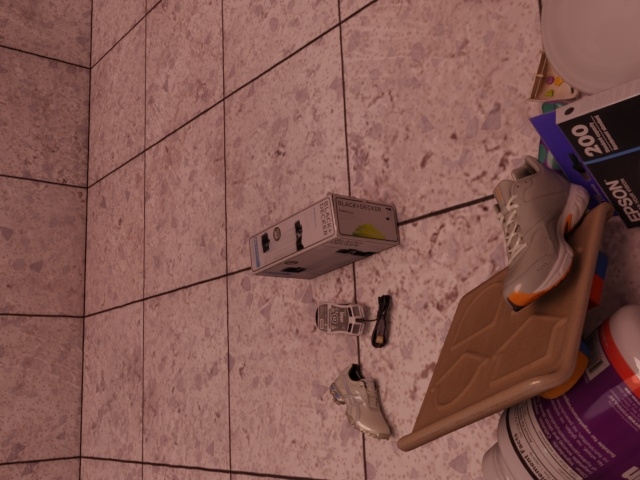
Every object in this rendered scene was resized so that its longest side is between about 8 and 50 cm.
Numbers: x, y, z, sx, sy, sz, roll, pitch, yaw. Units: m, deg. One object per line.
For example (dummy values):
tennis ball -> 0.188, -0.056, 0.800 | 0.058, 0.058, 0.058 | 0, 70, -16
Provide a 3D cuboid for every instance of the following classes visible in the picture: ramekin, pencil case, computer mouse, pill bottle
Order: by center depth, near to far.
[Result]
pill bottle -> 0.365, 0.246, 0.939 | 0.323, 0.182, 0.181 | -54, 47, 32
ramekin -> 0.447, -0.314, 0.950 | 0.273, 0.127, 0.272 | -11, 76, 50
pencil case -> 0.367, -0.136, 1.091 | 0.070, 0.065, 0.151 | -97, 15, -89
computer mouse -> 0.066, 0.158, 1.438 | 0.193, 0.042, 0.106 | 1, 90, 46

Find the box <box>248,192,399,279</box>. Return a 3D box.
box -> 0.000, 0.000, 1.442 | 0.290, 0.169, 0.087 | -24, 66, 46

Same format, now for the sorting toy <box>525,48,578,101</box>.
sorting toy -> 0.377, -0.254, 1.119 | 0.075, 0.045, 0.083 | 21, 100, 43

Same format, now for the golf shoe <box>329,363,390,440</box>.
golf shoe -> 0.085, 0.311, 1.372 | 0.176, 0.069, 0.086 | 43, 111, 44

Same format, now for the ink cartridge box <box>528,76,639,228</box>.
ink cartridge box -> 0.411, -0.107, 0.941 | 0.208, 0.206, 0.045 | -16, 33, 50

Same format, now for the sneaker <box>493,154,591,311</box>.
sneaker -> 0.272, -0.016, 0.948 | 0.099, 0.121, 0.262 | -48, 5, 45

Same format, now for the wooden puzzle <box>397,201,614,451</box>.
wooden puzzle -> 0.274, 0.136, 0.989 | 0.348, 0.080, 0.322 | -54, 5, -40
